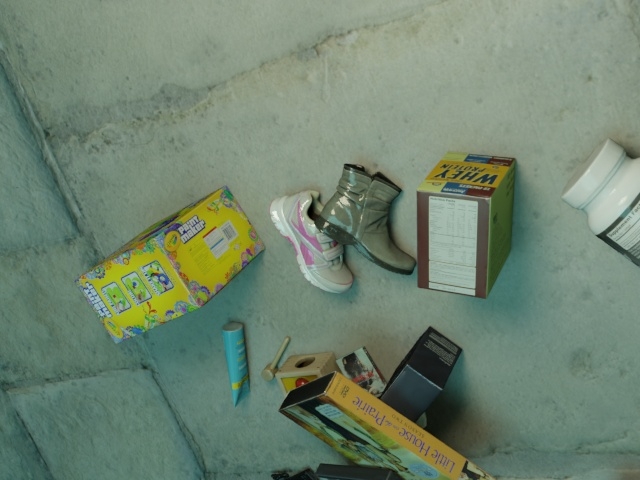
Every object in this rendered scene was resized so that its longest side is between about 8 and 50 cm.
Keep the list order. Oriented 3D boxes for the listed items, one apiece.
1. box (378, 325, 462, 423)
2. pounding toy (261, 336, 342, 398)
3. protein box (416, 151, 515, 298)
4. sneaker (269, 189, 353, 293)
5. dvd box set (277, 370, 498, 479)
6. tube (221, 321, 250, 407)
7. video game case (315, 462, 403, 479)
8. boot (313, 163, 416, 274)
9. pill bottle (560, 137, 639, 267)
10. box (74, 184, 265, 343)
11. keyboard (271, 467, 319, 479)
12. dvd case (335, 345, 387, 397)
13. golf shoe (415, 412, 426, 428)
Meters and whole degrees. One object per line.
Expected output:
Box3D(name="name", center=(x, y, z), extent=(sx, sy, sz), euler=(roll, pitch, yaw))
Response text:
Box3D(name="box", center=(0.210, 0.296, 1.775), extent=(0.093, 0.158, 0.156), euler=(35, 126, 6))
Box3D(name="pounding toy", center=(-0.063, 0.328, 1.970), extent=(0.206, 0.094, 0.181), euler=(-10, 110, 30))
Box3D(name="protein box", center=(0.272, -0.034, 1.544), extent=(0.135, 0.200, 0.201), euler=(9, 119, 23))
Box3D(name="sneaker", center=(0.000, 0.000, 1.761), extent=(0.111, 0.103, 0.252), euler=(-28, 101, 36))
Box3D(name="dvd box set", center=(0.134, 0.443, 1.795), extent=(0.420, 0.062, 0.307), euler=(35, 154, -8))
Box3D(name="tube", center=(-0.207, 0.305, 2.047), extent=(0.052, 0.080, 0.207), euler=(7, 115, 29))
Box3D(name="video game case", center=(0.154, 0.610, 1.946), extent=(0.248, 0.035, 0.274), euler=(43, 149, -21))
Box3D(name="boot", center=(0.123, -0.043, 1.682), extent=(0.246, 0.083, 0.161), euler=(29, 102, -15))
Box3D(name="pill bottle", center=(0.565, -0.042, 1.417), extent=(0.278, 0.162, 0.162), euler=(37, 126, 5))
Box3D(name="box", center=(-0.330, 0.053, 1.841), extent=(0.279, 0.290, 0.177), euler=(-25, 102, 33))
Box3D(name="keyboard", center=(-0.078, 0.650, 2.193), extent=(0.108, 0.023, 0.180), euler=(47, 126, -10))
Box3D(name="dvd case", center=(0.098, 0.313, 1.917), extent=(0.087, 0.013, 0.119), euler=(-31, 89, 33))
Box3D(name="golf shoe", center=(0.159, 0.412, 1.886), extent=(0.176, 0.069, 0.086), euler=(-16, 107, 30))
